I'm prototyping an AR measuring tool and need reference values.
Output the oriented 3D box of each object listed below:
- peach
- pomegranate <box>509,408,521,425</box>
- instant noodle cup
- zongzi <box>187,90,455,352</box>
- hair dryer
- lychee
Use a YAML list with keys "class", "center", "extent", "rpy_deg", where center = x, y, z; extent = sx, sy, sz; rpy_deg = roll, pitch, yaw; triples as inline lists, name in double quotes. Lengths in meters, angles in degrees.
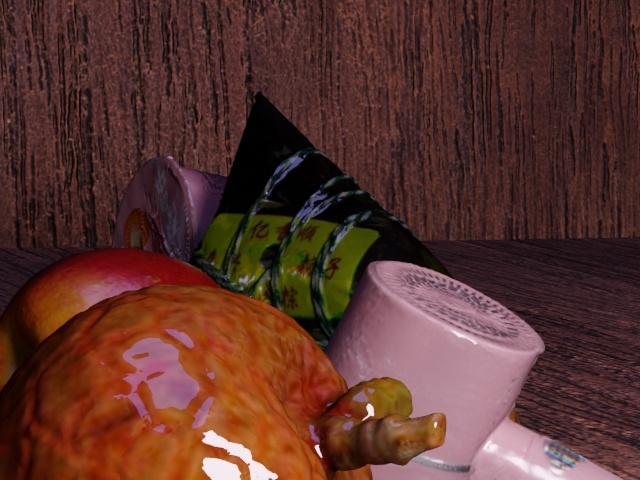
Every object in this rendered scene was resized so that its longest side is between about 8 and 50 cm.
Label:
- class: "peach"
  center: [-0.152, 0.109, 1.354]
  extent: [0.243, 0.199, 0.243]
  rpy_deg: [11, 9, -2]
- class: "pomegranate"
  center: [0.061, 0.162, 1.243]
  extent: [0.205, 0.159, 0.159]
  rpy_deg: [-35, 27, -32]
- class: "instant noodle cup"
  center: [-0.108, 0.027, 2.008]
  extent: [0.231, 0.243, 0.243]
  rpy_deg: [5, 4, -30]
- class: "zongzi"
  center: [0.000, 0.000, 1.784]
  extent: [0.384, 0.362, 0.319]
  rpy_deg: [3, -21, 21]
- class: "hair dryer"
  center: [0.141, 0.183, 1.043]
  extent: [0.352, 0.210, 0.125]
  rpy_deg: [28, 13, 9]
- class: "lychee"
  center: [-0.070, 0.136, 0.904]
  extent: [0.300, 0.255, 0.255]
  rpy_deg: [-36, -6, 18]
